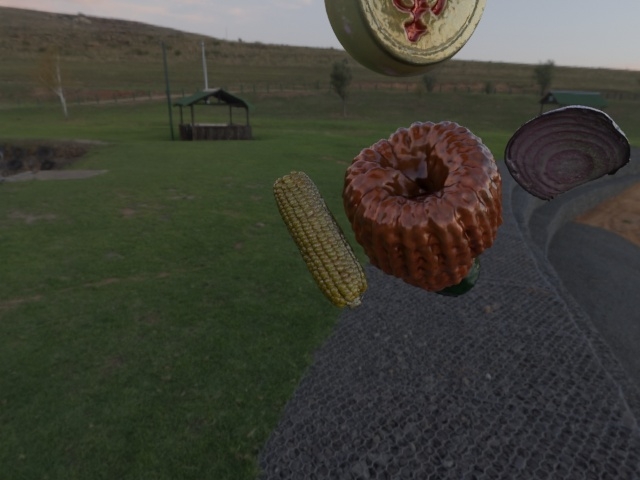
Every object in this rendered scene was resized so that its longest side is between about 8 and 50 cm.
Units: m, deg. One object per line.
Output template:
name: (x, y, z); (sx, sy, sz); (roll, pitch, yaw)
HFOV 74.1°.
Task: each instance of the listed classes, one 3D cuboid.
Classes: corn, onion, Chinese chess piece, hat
corn: (0.000, 0.000, 0.575); (0.068, 0.207, 0.068); (-28, -3, -2)
onion: (0.585, -0.239, 1.038); (0.250, 0.247, 0.111); (-30, 31, 49)
Chinese chess piece: (0.127, -0.370, 0.616); (0.250, 0.251, 0.097); (-6, 20, -22)
hat: (0.192, -0.002, 0.805); (0.285, 0.400, 0.285); (-8, 46, 9)
